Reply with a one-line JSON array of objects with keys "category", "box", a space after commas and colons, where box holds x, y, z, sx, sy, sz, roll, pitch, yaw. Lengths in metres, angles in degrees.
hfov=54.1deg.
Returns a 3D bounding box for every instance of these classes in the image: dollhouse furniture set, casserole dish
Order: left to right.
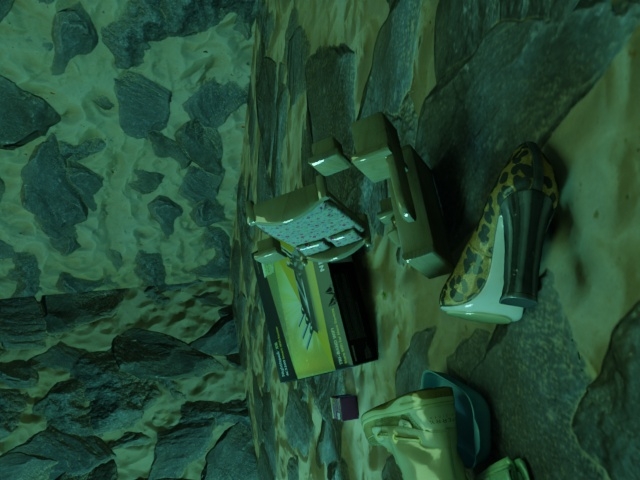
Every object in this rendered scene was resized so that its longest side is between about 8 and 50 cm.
[{"category": "dollhouse furniture set", "box": [0.000, 0.000, 0.958, 0.303, 0.356, 0.173, 33, -137, -59]}, {"category": "casserole dish", "box": [0.199, 0.257, 0.920, 0.188, 0.037, 0.114, -169, 76, -73]}]

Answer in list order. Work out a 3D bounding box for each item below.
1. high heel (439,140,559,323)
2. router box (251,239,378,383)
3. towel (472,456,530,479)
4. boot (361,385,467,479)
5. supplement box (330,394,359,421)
[{"category": "high heel", "box": [0.214, 0.002, 0.767, 0.261, 0.093, 0.186, 113, 168, -75]}, {"category": "router box", "box": [-0.021, 0.136, 1.362, 0.243, 0.081, 0.308, -26, 74, 44]}, {"category": "towel", "box": [0.234, 0.455, 0.852, 0.325, 0.038, 0.248, 111, 150, -55]}, {"category": "boot", "box": [0.141, 0.338, 0.917, 0.262, 0.095, 0.203, 125, 138, -59]}, {"category": "supplement box", "box": [0.055, 0.389, 1.463, 0.083, 0.043, 0.055, 142, 123, -73]}]
